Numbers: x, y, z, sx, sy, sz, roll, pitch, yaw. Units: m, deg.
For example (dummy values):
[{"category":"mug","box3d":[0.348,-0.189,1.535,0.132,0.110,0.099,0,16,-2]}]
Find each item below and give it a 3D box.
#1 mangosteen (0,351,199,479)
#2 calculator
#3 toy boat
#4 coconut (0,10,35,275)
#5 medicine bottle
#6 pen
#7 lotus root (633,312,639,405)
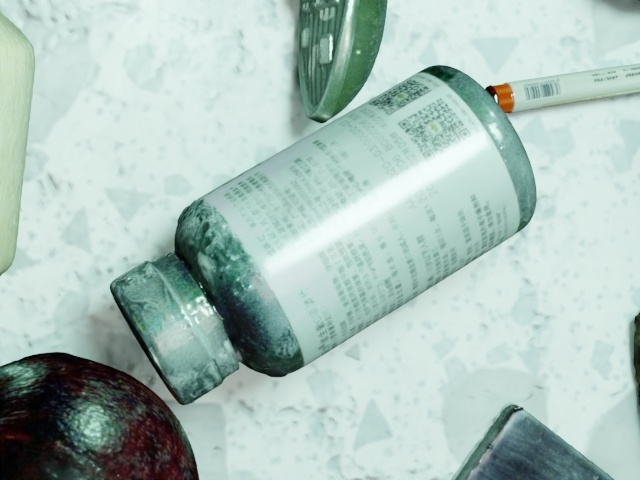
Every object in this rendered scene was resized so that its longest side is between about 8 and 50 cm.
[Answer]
[{"category":"mangosteen","box3d":[-0.171,0.184,0.764,0.216,0.216,0.216,-1,94,-17]},{"category":"calculator","box3d":[0.209,0.268,0.978,0.262,0.021,0.161,39,82,-16]},{"category":"toy boat","box3d":[0.006,-0.215,0.852,0.085,0.078,0.260,4,89,-30]},{"category":"coconut","box3d":[-0.292,-0.076,0.692,0.237,0.237,0.266,6,101,-17]},{"category":"medicine bottle","box3d":[0.000,0.000,0.833,0.293,0.141,0.141,-31,102,-13]},{"category":"pen","box3d":[0.246,-0.130,0.957,0.239,0.028,0.028,-10,97,-16]},{"category":"lotus root","box3d":[0.400,0.100,0.962,0.260,0.149,0.267,3,90,-18]}]
